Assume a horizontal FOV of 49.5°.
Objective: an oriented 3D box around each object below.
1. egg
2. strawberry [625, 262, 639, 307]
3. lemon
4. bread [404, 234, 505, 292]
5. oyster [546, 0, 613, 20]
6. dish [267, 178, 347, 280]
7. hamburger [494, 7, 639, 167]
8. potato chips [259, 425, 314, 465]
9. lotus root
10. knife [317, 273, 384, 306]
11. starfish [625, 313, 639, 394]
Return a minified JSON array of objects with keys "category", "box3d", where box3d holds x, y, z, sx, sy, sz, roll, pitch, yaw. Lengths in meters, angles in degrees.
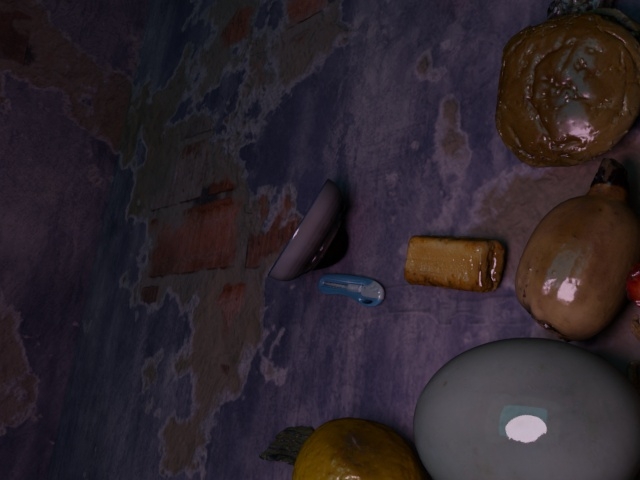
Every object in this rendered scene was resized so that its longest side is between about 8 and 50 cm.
[{"category":"egg","box3d":[0.311,0.289,1.070,0.389,0.276,0.276,-26,56,53]},{"category":"strawberry","box3d":[0.579,0.026,1.002,0.236,0.107,0.175,12,124,25]},{"category":"lemon","box3d":[0.068,0.463,1.302,0.253,0.253,0.310,-60,41,12]},{"category":"bread","box3d":[0.264,0.045,1.378,0.211,0.083,0.114,7,85,50]},{"category":"oyster","box3d":[0.507,-0.461,1.330,0.252,0.087,0.199,-55,40,36]},{"category":"dish","box3d":[0.000,0.000,1.653,0.273,0.134,0.273,-59,2,3]},{"category":"hamburger","box3d":[0.439,-0.273,1.242,0.265,0.134,0.285,0,90,53]},{"category":"potato chips","box3d":[-0.066,0.478,1.618,0.207,0.028,0.092,-11,66,44]},{"category":"lotus root","box3d":[0.438,0.012,1.139,0.183,0.183,0.310,23,87,50]},{"category":"knife","box3d":[0.066,0.112,1.614,0.222,0.031,0.064,7,84,50]},{"category":"starfish","box3d":[0.491,0.243,0.950,0.060,0.302,0.299,-1,80,5]}]
